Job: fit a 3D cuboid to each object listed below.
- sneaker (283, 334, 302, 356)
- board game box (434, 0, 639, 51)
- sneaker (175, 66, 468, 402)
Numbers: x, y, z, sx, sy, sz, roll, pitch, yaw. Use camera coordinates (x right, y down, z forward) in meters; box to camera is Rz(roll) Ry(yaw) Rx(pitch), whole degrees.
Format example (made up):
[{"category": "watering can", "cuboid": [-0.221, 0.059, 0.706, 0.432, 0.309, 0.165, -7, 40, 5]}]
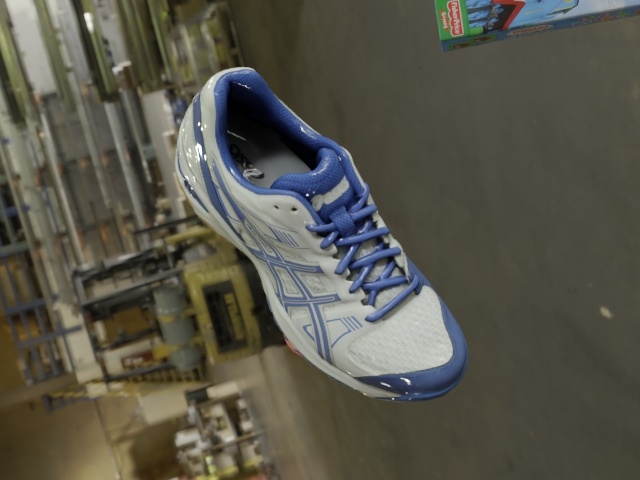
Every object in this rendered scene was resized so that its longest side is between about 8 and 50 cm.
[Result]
[{"category": "sneaker", "cuboid": [-0.007, 0.015, 1.412, 0.136, 0.115, 0.314, 120, 142, -62]}, {"category": "board game box", "cuboid": [0.179, -0.232, 0.658, 0.039, 0.211, 0.160, 9, -107, -79]}, {"category": "sneaker", "cuboid": [0.000, 0.000, 0.693, 0.296, 0.112, 0.131, 44, 155, 6]}]
